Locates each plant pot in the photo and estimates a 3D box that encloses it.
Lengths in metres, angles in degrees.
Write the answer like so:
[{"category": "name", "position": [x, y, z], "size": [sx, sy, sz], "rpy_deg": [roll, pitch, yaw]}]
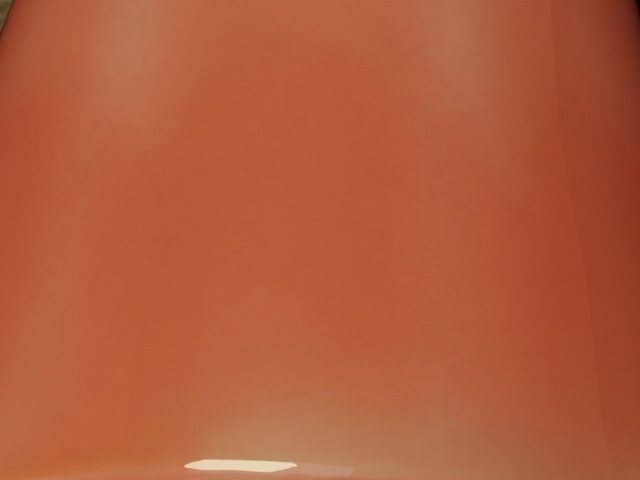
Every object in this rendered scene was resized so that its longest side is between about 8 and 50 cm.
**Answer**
[{"category": "plant pot", "position": [0.000, 0.000, 0.592], "size": [0.274, 0.275, 0.243], "rpy_deg": [0, 66, 6]}]

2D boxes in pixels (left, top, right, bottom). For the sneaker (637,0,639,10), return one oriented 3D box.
[{"category": "sneaker", "position": [0.145, -0.084, 0.670], "size": [0.108, 0.100, 0.272], "rpy_deg": [6, 70, 9]}]
